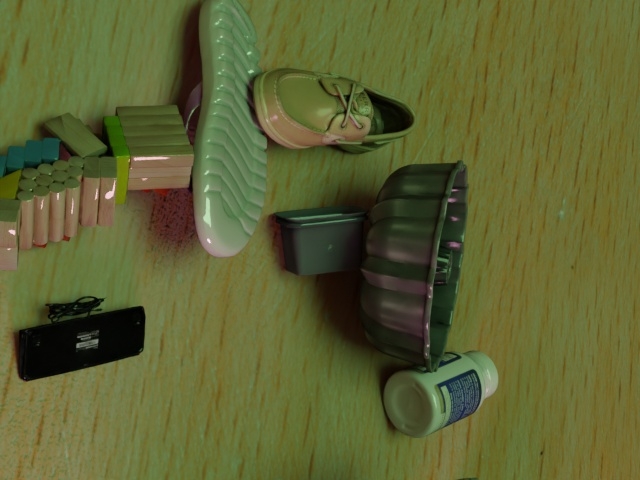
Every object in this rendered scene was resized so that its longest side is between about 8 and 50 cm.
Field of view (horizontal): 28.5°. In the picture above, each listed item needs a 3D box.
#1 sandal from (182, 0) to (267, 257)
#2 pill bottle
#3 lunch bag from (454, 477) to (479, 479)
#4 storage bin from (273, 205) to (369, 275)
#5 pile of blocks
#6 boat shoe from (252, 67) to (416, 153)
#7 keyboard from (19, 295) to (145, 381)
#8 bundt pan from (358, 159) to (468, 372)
[{"bbox_3d":[-0.150,-0.156,1.779,0.169,0.102,0.416,45,40,-51],"label":"sandal"},{"bbox_3d":[0.201,0.242,2.045,0.186,0.112,0.112,-15,94,-44],"label":"pill bottle"},{"bbox_3d":[0.111,0.471,1.773,0.235,0.169,0.287,-5,125,-33],"label":"lunch bag"},{"bbox_3d":[0.000,0.000,1.900,0.135,0.098,0.091,-6,101,-23],"label":"storage bin"},{"bbox_3d":[-0.323,-0.065,1.604,0.362,0.149,0.113,-25,144,-35],"label":"pile of blocks"},{"bbox_3d":[0.025,-0.202,1.898,0.341,0.110,0.122,0,81,-57],"label":"boat shoe"},{"bbox_3d":[-0.310,0.116,1.630,0.192,0.038,0.100,-10,114,-46],"label":"keyboard"},{"bbox_3d":[0.140,0.034,1.937,0.331,0.124,0.331,7,90,-78],"label":"bundt pan"}]
